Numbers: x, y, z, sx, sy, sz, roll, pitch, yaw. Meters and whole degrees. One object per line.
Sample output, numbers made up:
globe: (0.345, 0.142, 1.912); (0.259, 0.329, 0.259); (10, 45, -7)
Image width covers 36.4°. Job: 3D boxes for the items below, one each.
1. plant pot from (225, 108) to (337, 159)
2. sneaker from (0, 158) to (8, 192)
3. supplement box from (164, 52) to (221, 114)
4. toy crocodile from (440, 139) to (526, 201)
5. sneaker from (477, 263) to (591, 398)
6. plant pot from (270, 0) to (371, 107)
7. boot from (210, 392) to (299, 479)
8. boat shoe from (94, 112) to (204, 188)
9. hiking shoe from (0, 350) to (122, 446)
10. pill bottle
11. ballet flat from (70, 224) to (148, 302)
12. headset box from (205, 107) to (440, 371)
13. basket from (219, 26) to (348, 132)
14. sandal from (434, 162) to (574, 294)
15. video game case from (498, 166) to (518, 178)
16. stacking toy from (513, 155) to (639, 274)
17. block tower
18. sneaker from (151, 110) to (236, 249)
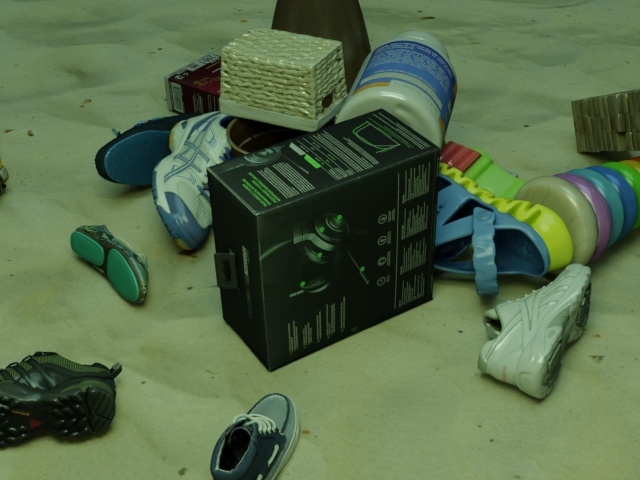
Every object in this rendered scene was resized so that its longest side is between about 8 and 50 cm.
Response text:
plant pot: (-0.049, -0.093, 1.444); (0.167, 0.165, 0.167); (-2, 35, 2)
sneaker: (-0.546, -0.099, 1.548); (0.092, 0.088, 0.225); (-11, 36, -14)
supplement box: (-0.153, -0.262, 1.768); (0.239, 0.073, 0.130); (22, 42, 29)
toy crocodile: (0.167, -0.127, 1.517); (0.115, 0.105, 0.340); (-39, 48, -26)
sneaker: (0.269, 0.094, 1.230); (0.115, 0.090, 0.232); (15, 38, 28)
plant pot: (-0.005, -0.399, 1.816); (0.215, 0.230, 0.215); (-2, 35, 1)
boot: (-0.069, 0.217, 1.073); (0.069, 0.086, 0.190); (6, 36, 12)
boat shoe: (-0.281, -0.149, 1.613); (0.089, 0.109, 0.258); (13, 21, 32)
hiking shoe: (-0.353, 0.183, 1.160); (0.226, 0.086, 0.114); (2, 22, -3)
pill bottle: (0.119, -0.204, 1.419); (0.152, 0.152, 0.272); (7, 35, 13)
ballet flat: (-0.283, 0.026, 1.381); (0.070, 0.070, 0.188); (-28, 46, -31)
headset box: (0.000, 0.000, 1.241); (0.283, 0.246, 0.131); (-22, 41, -24)
basket: (-0.056, -0.238, 1.415); (0.167, 0.103, 0.113); (14, 37, 23)
sandal: (0.183, -0.015, 1.348); (0.138, 0.126, 0.317); (-37, 38, -28)
video game case: (0.245, -0.103, 1.574); (0.122, 0.011, 0.087); (22, 43, 30)
stacking toy: (0.436, -0.060, 1.421); (0.330, 0.141, 0.141); (-19, 38, -34)
block tower: (0.491, -0.186, 1.470); (0.091, 0.097, 0.335); (-12, 8, -8)
sneaker: (-0.169, -0.112, 1.483); (0.131, 0.112, 0.296); (-19, 39, 17)
